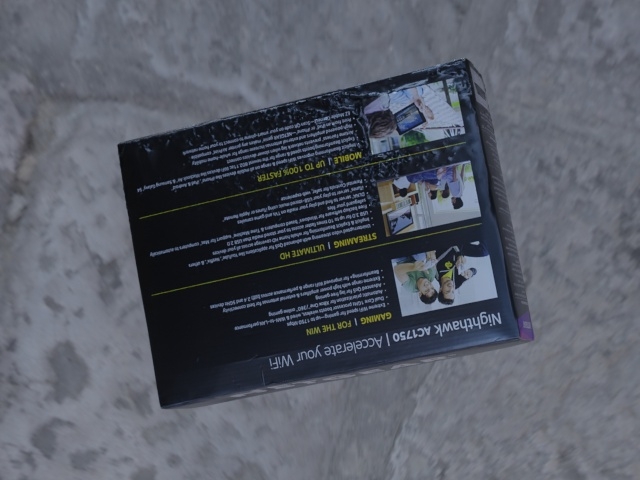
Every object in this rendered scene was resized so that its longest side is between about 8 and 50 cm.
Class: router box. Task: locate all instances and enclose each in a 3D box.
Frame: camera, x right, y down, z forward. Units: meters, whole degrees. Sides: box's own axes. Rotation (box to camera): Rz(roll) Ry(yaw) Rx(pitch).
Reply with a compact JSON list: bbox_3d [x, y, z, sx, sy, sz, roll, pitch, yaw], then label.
[{"bbox_3d":[0.000,0.000,0.692,0.179,0.046,0.133,-12,81,15],"label":"router box"}]
